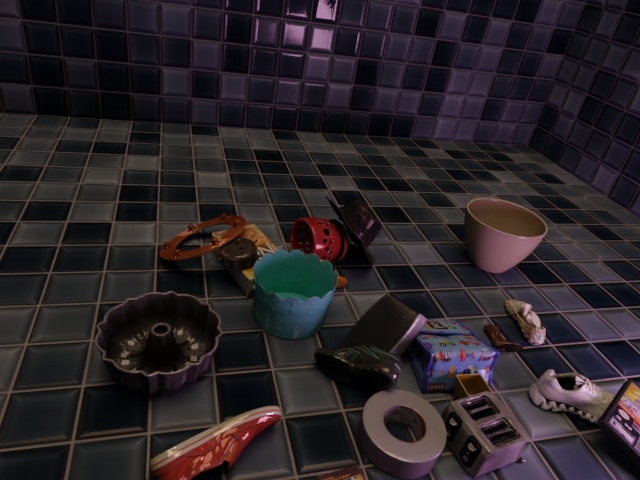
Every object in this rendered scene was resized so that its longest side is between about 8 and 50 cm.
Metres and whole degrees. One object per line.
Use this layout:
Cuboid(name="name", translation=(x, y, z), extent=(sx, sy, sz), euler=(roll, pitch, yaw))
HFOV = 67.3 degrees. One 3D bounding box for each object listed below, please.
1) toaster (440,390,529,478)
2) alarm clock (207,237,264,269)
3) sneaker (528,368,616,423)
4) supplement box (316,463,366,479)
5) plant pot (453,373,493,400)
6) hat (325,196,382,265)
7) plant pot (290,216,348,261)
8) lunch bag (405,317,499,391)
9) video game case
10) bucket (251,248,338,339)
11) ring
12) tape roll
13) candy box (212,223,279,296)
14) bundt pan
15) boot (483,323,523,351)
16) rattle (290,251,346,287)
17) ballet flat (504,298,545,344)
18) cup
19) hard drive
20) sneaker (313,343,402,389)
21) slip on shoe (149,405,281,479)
Cuboid(name="toaster", translation=(0.429, 0.504, 1.257), extent=(0.186, 0.110, 0.168), euler=(-6, 36, -25))
Cuboid(name="alarm clock", translation=(-0.302, 0.048, 1.666), extent=(0.192, 0.064, 0.129), euler=(-21, 42, -25))
Cuboid(name="sneaker", translation=(0.783, 0.461, 1.428), extent=(0.292, 0.118, 0.110), euler=(12, 30, 0))
Cuboid(name="supplement box", translation=(0.070, 0.595, 1.029), extent=(0.104, 0.080, 0.188), euler=(-6, 35, -24))
Cuboid(name="plant pot", translation=(0.430, 0.443, 1.378), extent=(0.081, 0.083, 0.081), euler=(2, 28, -14))
Cuboid(name="hat", translation=(0.161, -0.070, 1.899), extent=(0.134, 0.331, 0.331), euler=(-35, 41, 0))
Cuboid(name="plant pot", translation=(0.000, 0.000, 1.866), extent=(0.174, 0.191, 0.191), euler=(-7, 35, -31))
Cuboid(name="lunch bag", translation=(0.384, 0.334, 1.533), extent=(0.221, 0.138, 0.293), euler=(1, 20, -12))
Cuboid(name="video game case", translation=(0.926, 0.554, 1.328), extent=(0.248, 0.035, 0.275), euler=(-21, 59, -40))
Cuboid(name="bucket", translation=(-0.091, 0.174, 1.565), extent=(0.281, 0.183, 0.281), euler=(8, 31, -5))
Cuboid(name="ring", translation=(-0.436, -0.021, 1.779), extent=(0.337, 0.032, 0.336), euler=(-17, 23, 7))
Cuboid(name="tape roll", translation=(0.209, 0.494, 1.243), extent=(0.219, 0.072, 0.219), euler=(7, 32, -5))
Cuboid(name="candy box", translation=(-0.256, 0.065, 1.779), extent=(0.183, 0.087, 0.316), euler=(-15, 39, -31))
Cuboid(name="bundt pan", translation=(-0.440, 0.290, 1.330), extent=(0.331, 0.124, 0.331), euler=(7, 31, -4))
Cuboid(name="boot", translation=(0.632, 0.334, 1.667), extent=(0.106, 0.037, 0.114), euler=(8, 27, -9))
Cuboid(name="rattle", translation=(-0.020, 0.105, 1.774), extent=(0.200, 0.130, 0.143), euler=(22, 31, 38))
Cuboid(name="ballet flat", translation=(0.753, 0.277, 1.750), extent=(0.091, 0.077, 0.241), euler=(3, 32, -11))
Cuboid(name="cup", translation=(0.755, -0.003, 2.050), extent=(0.331, 0.236, 0.331), euler=(7, 32, -4))
Cuboid(name="hard drive", translation=(0.185, 0.284, 1.471), extent=(0.254, 0.054, 0.172), euler=(-45, 55, -13))
Cuboid(name="sneaker", translation=(0.108, 0.350, 1.380), extent=(0.267, 0.101, 0.106), euler=(8, 33, 29))
Cuboid(name="slip on shoe", translation=(-0.226, 0.479, 1.122), extent=(0.331, 0.123, 0.101), euler=(-14, 71, -42))
